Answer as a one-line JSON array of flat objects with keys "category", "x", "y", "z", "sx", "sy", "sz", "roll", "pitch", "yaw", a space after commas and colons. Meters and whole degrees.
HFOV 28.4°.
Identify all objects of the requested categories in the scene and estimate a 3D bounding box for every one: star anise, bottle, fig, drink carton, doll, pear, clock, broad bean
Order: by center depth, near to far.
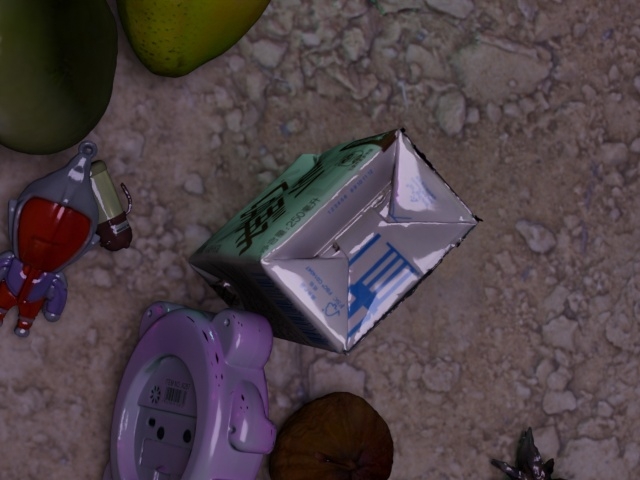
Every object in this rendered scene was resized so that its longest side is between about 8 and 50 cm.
[{"category": "broad bean", "x": -0.294, "y": -0.218, "z": 1.263, "sx": 0.119, "sy": 0.291, "sz": 0.238, "roll": 0, "pitch": 47, "yaw": 18}, {"category": "drink carton", "x": 0.000, "y": 0.000, "z": 1.312, "sx": 0.194, "sy": 0.324, "sz": 0.132, "roll": -43, "pitch": 101, "yaw": -14}, {"category": "clock", "x": -0.137, "y": 0.191, "z": 1.321, "sx": 0.090, "sy": 0.227, "sz": 0.248, "roll": 14, "pitch": 82, "yaw": -40}, {"category": "doll", "x": -0.288, "y": -0.003, "z": 1.335, "sx": 0.102, "sy": 0.075, "sz": 0.227, "roll": 20, "pitch": 102, "yaw": -18}, {"category": "pear", "x": -0.137, "y": -0.284, "z": 1.352, "sx": 0.187, "sy": 0.187, "sz": 0.219, "roll": 3, "pitch": 103, "yaw": -18}, {"category": "bottle", "x": -0.240, "y": -0.034, "z": 1.383, "sx": 0.063, "sy": 0.047, "sz": 0.101, "roll": -19, "pitch": 103, "yaw": 20}, {"category": "fig", "x": 0.026, "y": 0.236, "z": 1.390, "sx": 0.134, "sy": 0.201, "sz": 0.146, "roll": 33, "pitch": 74, "yaw": -6}, {"category": "star anise", "x": 0.250, "y": 0.312, "z": 1.532, "sx": 0.124, "sy": 0.056, "sz": 0.129, "roll": 46, "pitch": 74, "yaw": -1}]
